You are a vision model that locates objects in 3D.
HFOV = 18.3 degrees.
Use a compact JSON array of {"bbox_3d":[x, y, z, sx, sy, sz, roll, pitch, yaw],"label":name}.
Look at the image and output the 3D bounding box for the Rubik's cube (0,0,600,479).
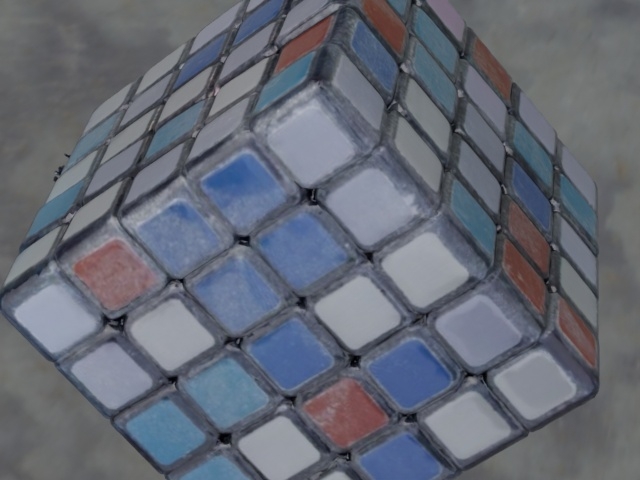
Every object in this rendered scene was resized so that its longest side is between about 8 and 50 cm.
[{"bbox_3d":[0.000,0.000,1.367,0.293,0.292,0.287,-34,111,22],"label":"Rubik's cube"}]
